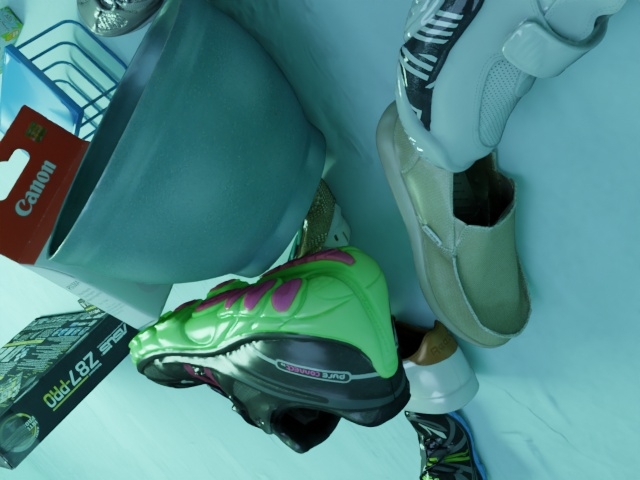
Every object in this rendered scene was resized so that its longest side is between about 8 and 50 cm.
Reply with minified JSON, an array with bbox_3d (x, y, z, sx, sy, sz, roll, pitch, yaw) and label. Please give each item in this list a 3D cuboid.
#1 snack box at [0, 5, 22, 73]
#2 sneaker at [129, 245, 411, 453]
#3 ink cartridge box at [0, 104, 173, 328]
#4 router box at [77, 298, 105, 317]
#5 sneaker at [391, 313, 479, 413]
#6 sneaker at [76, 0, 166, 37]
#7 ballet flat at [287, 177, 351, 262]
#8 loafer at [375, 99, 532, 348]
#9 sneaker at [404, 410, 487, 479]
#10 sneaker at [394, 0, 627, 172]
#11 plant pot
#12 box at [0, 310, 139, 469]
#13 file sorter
[{"bbox_3d":[-0.470,-0.250,1.070,0.037,0.100,0.141,51,144,-8],"label":"snack box"},{"bbox_3d":[-0.075,0.147,0.898,0.483,0.185,0.202,-18,98,60],"label":"sneaker"},{"bbox_3d":[-0.257,-0.034,0.883,0.232,0.189,0.066,36,140,-27],"label":"ink cartridge box"},{"bbox_3d":[-0.326,0.074,1.265,0.122,0.092,0.038,-20,111,51],"label":"router box"},{"bbox_3d":[0.049,0.142,0.976,0.290,0.106,0.123,-11,112,38],"label":"sneaker"},{"bbox_3d":[-0.192,-0.281,0.758,0.105,0.115,0.281,49,144,-7],"label":"sneaker"},{"bbox_3d":[0.000,0.000,0.914,0.067,0.073,0.206,12,144,-2],"label":"ballet flat"},{"bbox_3d":[0.138,-0.009,0.726,0.092,0.102,0.268,1,126,51],"label":"loafer"},{"bbox_3d":[0.159,0.282,1.017,0.067,0.078,0.188,-2,124,45],"label":"sneaker"},{"bbox_3d":[0.181,-0.160,0.490,0.210,0.137,0.365,32,136,20],"label":"sneaker"},{"bbox_3d":[-0.118,-0.077,0.789,0.196,0.293,0.293,25,150,-21],"label":"plant pot"},{"bbox_3d":[-0.553,0.265,1.485,0.395,0.318,0.097,-11,117,48],"label":"box"},{"bbox_3d":[-0.324,-0.174,1.003,0.118,0.104,0.170,43,144,2],"label":"file sorter"}]
